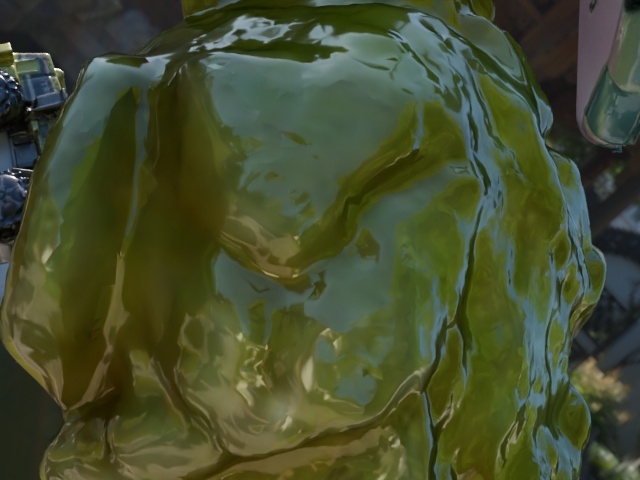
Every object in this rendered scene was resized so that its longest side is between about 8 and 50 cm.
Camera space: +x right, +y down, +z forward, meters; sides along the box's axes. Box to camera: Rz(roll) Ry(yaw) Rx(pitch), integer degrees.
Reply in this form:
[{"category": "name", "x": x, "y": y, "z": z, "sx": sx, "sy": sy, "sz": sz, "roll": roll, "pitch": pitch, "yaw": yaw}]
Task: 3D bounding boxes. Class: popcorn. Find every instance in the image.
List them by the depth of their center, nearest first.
[{"category": "popcorn", "x": 0.013, "y": 0.004, "z": 0.539, "sx": 0.293, "sy": 0.292, "sz": 0.334, "roll": 16, "pitch": 38, "yaw": -10}]

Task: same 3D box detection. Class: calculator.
[{"category": "calculator", "x": 0.213, "y": -0.203, "z": 0.766, "sx": 0.173, "sy": 0.051, "sz": 0.293, "roll": 85, "pitch": 11, "yaw": -67}]

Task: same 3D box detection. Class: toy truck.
[{"category": "toy truck", "x": -0.260, "y": -0.042, "z": 1.006, "sx": 0.136, "sy": 0.111, "sz": 0.286, "roll": 99, "pitch": -21, "yaw": -60}]
